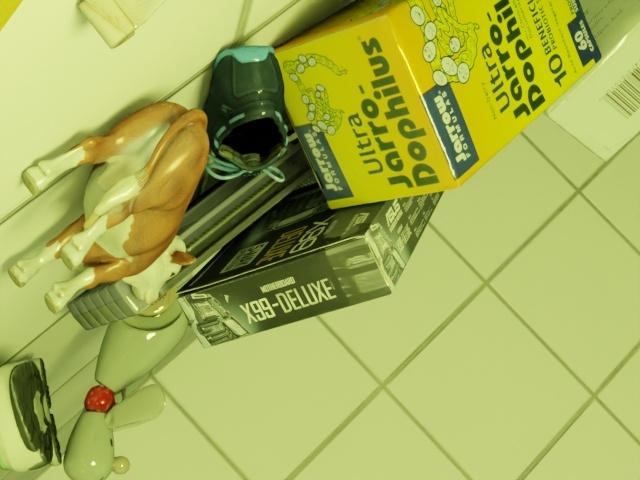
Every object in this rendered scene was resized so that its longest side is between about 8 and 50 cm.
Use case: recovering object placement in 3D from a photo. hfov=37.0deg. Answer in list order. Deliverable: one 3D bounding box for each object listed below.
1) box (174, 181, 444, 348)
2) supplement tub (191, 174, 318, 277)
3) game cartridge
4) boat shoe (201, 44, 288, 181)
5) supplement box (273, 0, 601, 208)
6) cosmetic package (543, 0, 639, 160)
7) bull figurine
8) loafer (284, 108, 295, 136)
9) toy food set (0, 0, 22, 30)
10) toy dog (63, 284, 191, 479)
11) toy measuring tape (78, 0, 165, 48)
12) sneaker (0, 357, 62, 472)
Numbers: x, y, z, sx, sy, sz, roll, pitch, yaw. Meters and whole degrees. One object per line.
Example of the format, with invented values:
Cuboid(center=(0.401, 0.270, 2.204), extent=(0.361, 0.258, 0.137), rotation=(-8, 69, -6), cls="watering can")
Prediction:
Cuboid(center=(0.000, 0.000, 1.147), extent=(0.242, 0.076, 0.307), rotation=(-18, -164, 25), cls="box")
Cuboid(center=(-0.062, -0.004, 1.499), extent=(0.191, 0.191, 0.272), rotation=(-47, -178, 39), cls="supplement tub")
Cuboid(center=(-0.156, -0.018, 1.242), extent=(0.355, 0.068, 0.230), rotation=(-41, -165, -29), cls="game cartridge")
Cuboid(center=(-0.085, -0.111, 1.013), extent=(0.109, 0.089, 0.258), rotation=(-11, 164, -2), cls="boat shoe")
Cuboid(center=(0.140, -0.210, 1.103), extent=(0.195, 0.194, 0.356), rotation=(-8, -155, 47), cls="supplement box")
Cuboid(center=(0.359, -0.320, 1.355), extent=(0.217, 0.156, 0.385), rotation=(-46, -142, 20), cls="cosmetic package")
Cuboid(center=(-0.195, -0.017, 0.928), extent=(0.188, 0.101, 0.310), rotation=(-35, 164, -34), cls="bull figurine")
Cuboid(center=(-0.062, -0.149, 1.213), extent=(0.148, 0.050, 0.056), rotation=(-39, 180, -23), cls="loafer")
Cuboid(center=(-0.190, -0.117, 0.371), extent=(0.218, 0.071, 0.128), rotation=(-46, 151, 15), cls="toy food set")
Cuboid(center=(-0.257, 0.199, 1.431), extent=(0.220, 0.161, 0.333), rotation=(-141, -111, -82), cls="toy dog")
Cuboid(center=(-0.040, -0.212, 0.526), extent=(0.330, 0.121, 0.121), rotation=(-35, 180, 26), cls="toy measuring tape")
Cuboid(center=(-0.447, 0.239, 1.255), extent=(0.182, 0.158, 0.410), rotation=(-10, 168, -13), cls="sneaker")
